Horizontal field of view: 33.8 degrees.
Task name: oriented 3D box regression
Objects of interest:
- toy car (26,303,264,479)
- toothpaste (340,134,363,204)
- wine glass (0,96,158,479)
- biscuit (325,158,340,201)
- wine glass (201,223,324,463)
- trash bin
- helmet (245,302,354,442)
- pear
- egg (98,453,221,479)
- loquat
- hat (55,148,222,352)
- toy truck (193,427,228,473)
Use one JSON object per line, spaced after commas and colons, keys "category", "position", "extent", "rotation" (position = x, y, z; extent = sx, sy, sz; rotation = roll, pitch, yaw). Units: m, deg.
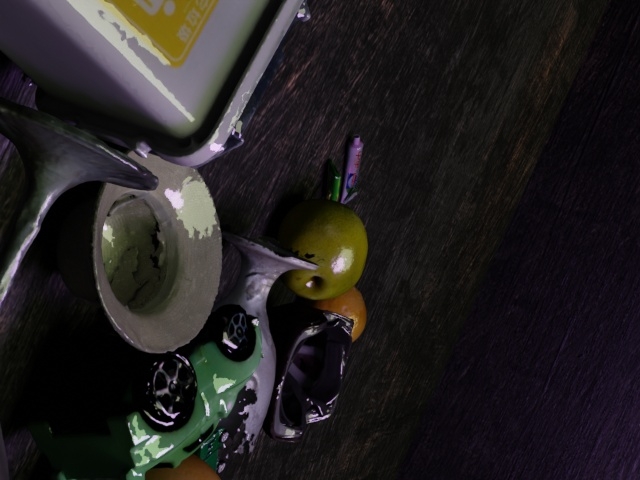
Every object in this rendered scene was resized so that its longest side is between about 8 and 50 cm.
{"category": "toy car", "position": [-0.222, 0.214, 1.374], "extent": [0.359, 0.213, 0.176], "rotation": [-33, 108, -54]}
{"category": "toothpaste", "position": [0.059, -0.132, 1.986], "extent": [0.045, 0.028, 0.169], "rotation": [-40, 152, -36]}
{"category": "wine glass", "position": [-0.328, 0.081, 1.008], "extent": [0.406, 0.267, 0.267], "rotation": [-67, 159, -7]}
{"category": "biscuit", "position": [0.023, -0.100, 1.916], "extent": [0.016, 0.046, 0.089], "rotation": [-7, 133, -16]}
{"category": "wine glass", "position": [-0.138, 0.160, 1.627], "extent": [0.356, 0.191, 0.190], "rotation": [-69, 159, -2]}
{"category": "trash bin", "position": [-0.219, -0.257, 0.933], "extent": [0.255, 0.296, 0.368], "rotation": [-62, 144, -10]}
{"category": "helmet", "position": [-0.074, 0.213, 1.837], "extent": [0.305, 0.177, 0.224], "rotation": [-3, 111, -63]}
{"category": "pear", "position": [0.000, 0.000, 1.843], "extent": [0.216, 0.166, 0.180], "rotation": [-90, 172, -47]}
{"category": "egg", "position": [-0.264, 0.422, 1.484], "extent": [0.322, 0.250, 0.250], "rotation": [-35, 177, 33]}
{"category": "loquat", "position": [0.025, 0.145, 2.059], "extent": [0.141, 0.141, 0.141], "rotation": [-50, 154, -35]}
{"category": "hat", "position": [-0.239, 0.012, 1.270], "extent": [0.257, 0.130, 0.257], "rotation": [10, 78, -61]}
{"category": "toy truck", "position": [-0.210, 0.375, 1.844], "extent": [0.079, 0.065, 0.147], "rotation": [-37, 147, -45]}
